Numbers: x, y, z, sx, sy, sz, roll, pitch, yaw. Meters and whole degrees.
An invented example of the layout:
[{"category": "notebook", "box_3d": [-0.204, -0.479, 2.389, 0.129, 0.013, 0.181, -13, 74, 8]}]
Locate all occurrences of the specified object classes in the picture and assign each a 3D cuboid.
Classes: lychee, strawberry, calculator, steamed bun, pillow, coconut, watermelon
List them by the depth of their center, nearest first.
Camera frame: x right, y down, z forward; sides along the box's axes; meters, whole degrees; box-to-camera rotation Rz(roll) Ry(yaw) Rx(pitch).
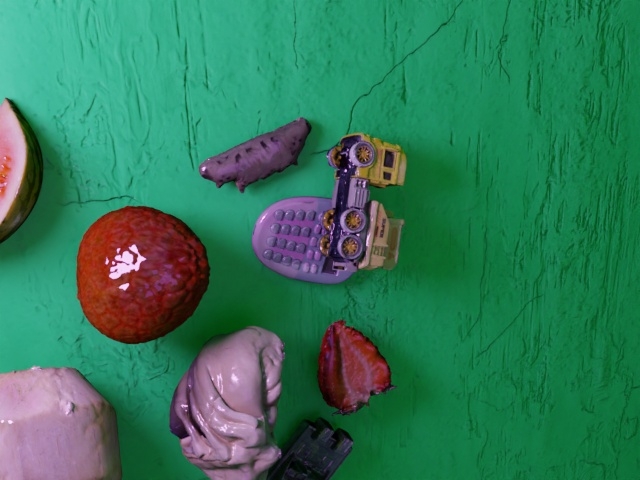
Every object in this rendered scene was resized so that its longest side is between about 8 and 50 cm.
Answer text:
[{"category": "watermelon", "box_3d": [-0.558, -0.077, 1.589, 0.303, 0.159, 0.128, -55, 160, 6]}, {"category": "lychee", "box_3d": [-0.335, 0.064, 1.666, 0.255, 0.300, 0.255, 1, 89, -48]}, {"category": "coconut", "box_3d": [-0.527, 0.414, 1.674, 0.353, 0.352, 0.352, -9, 114, -21]}, {"category": "pillow", "box_3d": [-0.117, -0.156, 1.767, 0.241, 0.051, 0.093, -27, 119, -15]}, {"category": "steamed bun", "box_3d": [-0.192, 0.336, 1.828, 0.206, 0.275, 0.320, 8, 71, -15]}, {"category": "calculator", "box_3d": [0.000, 0.000, 1.891, 0.299, 0.041, 0.185, 8, 107, -25]}, {"category": "strawberry", "box_3d": [0.045, 0.274, 1.994, 0.174, 0.098, 0.228, -40, 118, -6]}]

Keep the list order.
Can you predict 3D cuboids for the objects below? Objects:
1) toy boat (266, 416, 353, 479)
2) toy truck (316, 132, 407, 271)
[{"category": "toy boat", "box_3d": [-0.060, 0.548, 2.060, 0.141, 0.092, 0.319, 35, 95, -29]}, {"category": "toy truck", "box_3d": [0.096, -0.069, 1.815, 0.157, 0.124, 0.272, 9, 87, -25]}]
